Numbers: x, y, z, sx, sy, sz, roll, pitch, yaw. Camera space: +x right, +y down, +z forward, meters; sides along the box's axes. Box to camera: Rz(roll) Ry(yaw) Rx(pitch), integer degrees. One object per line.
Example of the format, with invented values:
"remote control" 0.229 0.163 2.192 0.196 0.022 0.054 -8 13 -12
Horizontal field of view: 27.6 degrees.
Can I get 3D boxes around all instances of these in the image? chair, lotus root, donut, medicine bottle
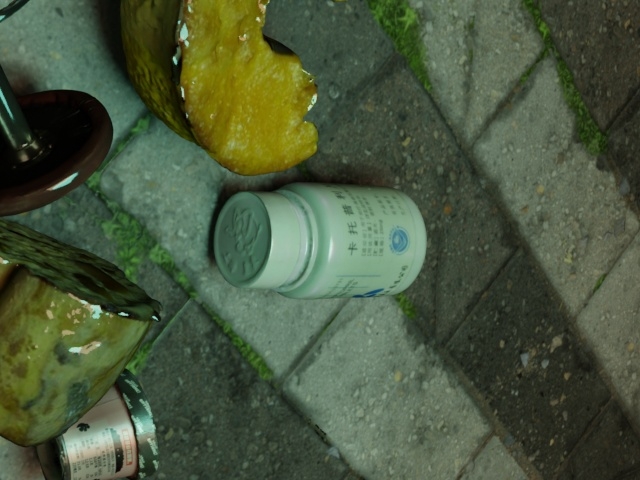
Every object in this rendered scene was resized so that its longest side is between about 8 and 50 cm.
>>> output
"chair" -0.366 -0.191 1.421 0.226 0.226 0.401 -39 134 -24
"lotus root" -0.366 0.101 1.501 0.316 0.316 0.250 35 84 -43
"donut" -0.089 -0.317 1.646 0.377 0.163 0.435 26 90 -58
"medicine bottle" 0.000 0.000 1.877 0.293 0.170 0.170 1 104 -40

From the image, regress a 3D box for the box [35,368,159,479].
"box" -0.302 0.258 1.724 0.135 0.151 0.151 -15 115 -28
